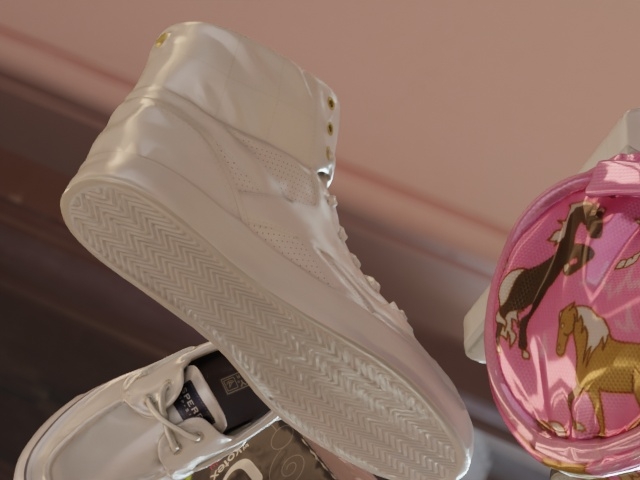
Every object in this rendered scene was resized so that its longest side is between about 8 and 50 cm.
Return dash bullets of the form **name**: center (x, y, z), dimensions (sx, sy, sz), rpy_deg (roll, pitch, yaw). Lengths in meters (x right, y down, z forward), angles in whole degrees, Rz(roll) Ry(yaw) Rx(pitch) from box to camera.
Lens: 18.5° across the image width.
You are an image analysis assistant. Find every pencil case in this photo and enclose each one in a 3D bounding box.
- **pencil case**: center (0.258, 0.089, 1.036), dimensions (0.167, 0.160, 0.386), rpy_deg (-43, 133, 21)

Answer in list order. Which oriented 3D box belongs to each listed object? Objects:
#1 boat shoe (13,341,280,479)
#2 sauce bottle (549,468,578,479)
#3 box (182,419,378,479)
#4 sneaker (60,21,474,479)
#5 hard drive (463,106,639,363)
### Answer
- **boat shoe**: center (-0.098, 0.117, 1.389), dimensions (0.258, 0.095, 0.084), rpy_deg (-32, 176, -26)
- **sauce bottle**: center (0.204, 0.151, 1.609), dimensions (0.128, 0.042, 0.042), rpy_deg (-78, 175, -45)
- **box**: center (-0.025, 0.258, 1.695), dimensions (0.143, 0.270, 0.165), rpy_deg (39, 92, -34)
- **sneaker**: center (0.000, 0.000, 1.123), dimensions (0.292, 0.108, 0.169), rpy_deg (44, 46, -25)
- **hard drive**: center (0.264, 0.014, 1.407), dimensions (0.353, 0.233, 0.047), rpy_deg (120, -28, -63)
